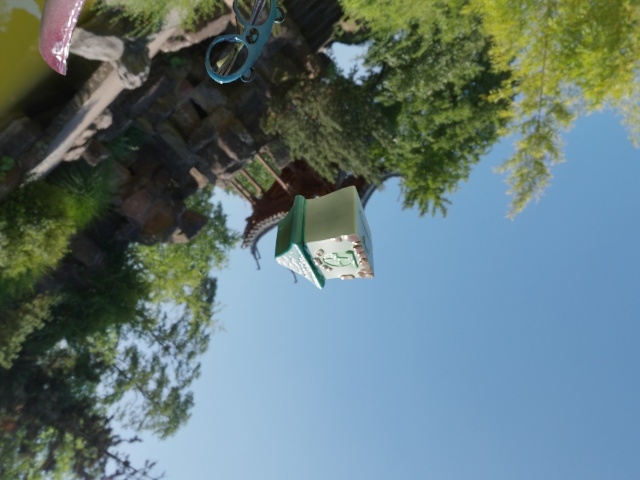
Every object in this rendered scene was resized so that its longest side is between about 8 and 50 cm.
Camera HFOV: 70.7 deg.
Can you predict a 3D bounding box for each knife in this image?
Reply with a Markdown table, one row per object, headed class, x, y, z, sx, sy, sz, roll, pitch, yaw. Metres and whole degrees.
| class | x | y | z | sx | sy | sz | roll | pitch | yaw |
| --- | --- | --- | --- | --- | --- | --- | --- | --- | --- |
| knife | -0.188 | -0.244 | 0.388 | 0.278 | 0.053 | 0.123 | -25 | -123 | 36 |

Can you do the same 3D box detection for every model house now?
| class | x | y | z | sx | sy | sz | roll | pitch | yaw |
| --- | --- | --- | --- | --- | --- | --- | --- | --- | --- |
| model house | 0.000 | 0.000 | 0.701 | 0.149 | 0.127 | 0.100 | -9 | -130 | 16 |

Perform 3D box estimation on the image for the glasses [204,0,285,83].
| class | x | y | z | sx | sy | sz | roll | pitch | yaw |
| --- | --- | --- | --- | --- | --- | --- | --- | --- | --- |
| glasses | -0.205 | -0.472 | 1.047 | 0.207 | 0.102 | 0.239 | 24 | -93 | 49 |
